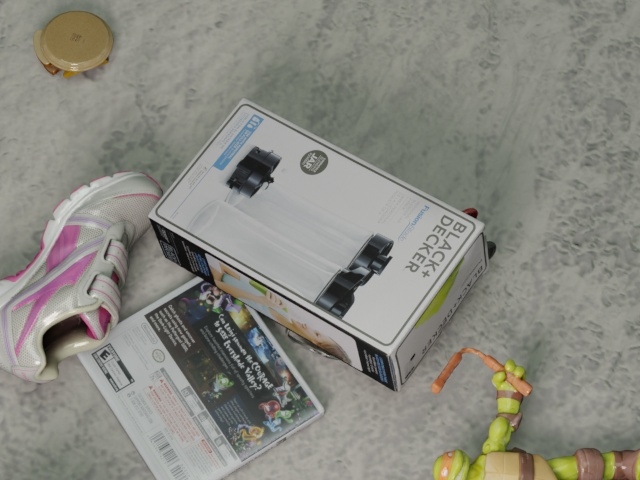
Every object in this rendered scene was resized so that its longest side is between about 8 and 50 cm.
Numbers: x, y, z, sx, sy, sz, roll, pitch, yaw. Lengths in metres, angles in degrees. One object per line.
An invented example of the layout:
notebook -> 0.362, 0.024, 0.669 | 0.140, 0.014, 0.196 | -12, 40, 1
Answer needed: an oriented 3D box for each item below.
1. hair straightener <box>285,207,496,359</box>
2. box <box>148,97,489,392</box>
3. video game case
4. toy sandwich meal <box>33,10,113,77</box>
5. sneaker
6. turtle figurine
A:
hair straightener -> 0.074, 0.054, 1.714 | 0.230, 0.047, 0.089 | -25, 68, -11
box -> 0.000, 0.000, 1.680 | 0.290, 0.087, 0.169 | 30, 68, 22
video game case -> -0.118, 0.139, 1.690 | 0.173, 0.022, 0.190 | -31, 68, -13
toy sandwich meal -> -0.262, -0.207, 1.844 | 0.085, 0.029, 0.085 | 2, 63, -4
sneaker -> -0.230, 0.044, 1.682 | 0.111, 0.103, 0.252 | 33, 75, 27
turtle figurine -> 0.193, 0.240, 1.609 | 0.217, 0.087, 0.269 | 12, 57, -3
